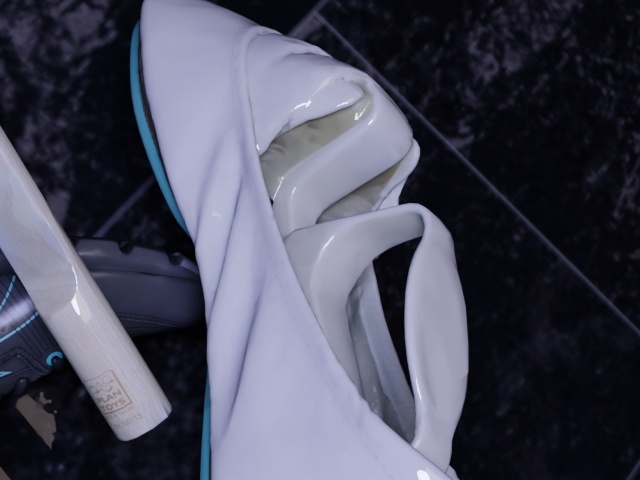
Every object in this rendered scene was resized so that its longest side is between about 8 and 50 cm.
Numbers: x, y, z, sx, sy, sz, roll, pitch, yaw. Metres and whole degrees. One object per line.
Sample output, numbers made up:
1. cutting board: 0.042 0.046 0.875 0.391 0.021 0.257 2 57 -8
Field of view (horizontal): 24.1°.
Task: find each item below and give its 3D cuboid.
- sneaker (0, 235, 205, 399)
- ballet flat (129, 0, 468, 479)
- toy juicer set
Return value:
1. sneaker: -0.185 0.049 0.739 0.267 0.101 0.106 -2 90 -17
2. ballet flat: 0.000 0.000 0.721 0.139 0.139 0.400 7 46 -21
3. toy juicer set: -0.182 0.114 0.645 0.209 0.089 0.329 39 91 -13
